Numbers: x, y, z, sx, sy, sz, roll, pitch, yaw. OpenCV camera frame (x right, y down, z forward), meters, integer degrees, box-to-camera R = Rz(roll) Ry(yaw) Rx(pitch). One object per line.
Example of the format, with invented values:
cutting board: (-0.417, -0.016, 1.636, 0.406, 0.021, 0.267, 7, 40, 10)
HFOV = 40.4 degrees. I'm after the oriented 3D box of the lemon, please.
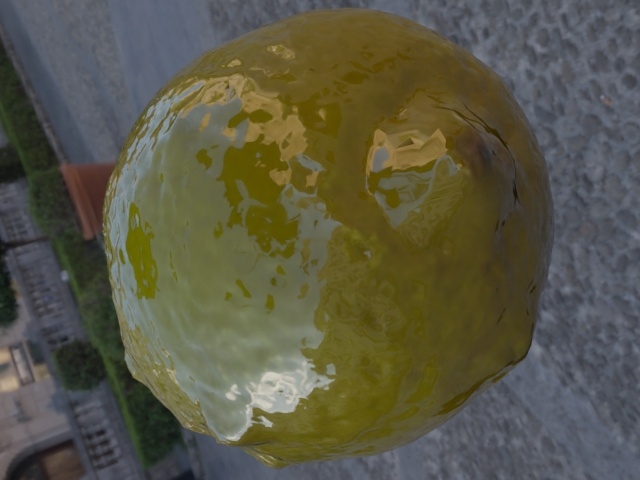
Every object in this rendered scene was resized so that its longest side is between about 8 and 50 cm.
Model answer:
lemon: (0.000, 0.000, 0.457, 0.288, 0.234, 0.233, -25, 85, 65)
